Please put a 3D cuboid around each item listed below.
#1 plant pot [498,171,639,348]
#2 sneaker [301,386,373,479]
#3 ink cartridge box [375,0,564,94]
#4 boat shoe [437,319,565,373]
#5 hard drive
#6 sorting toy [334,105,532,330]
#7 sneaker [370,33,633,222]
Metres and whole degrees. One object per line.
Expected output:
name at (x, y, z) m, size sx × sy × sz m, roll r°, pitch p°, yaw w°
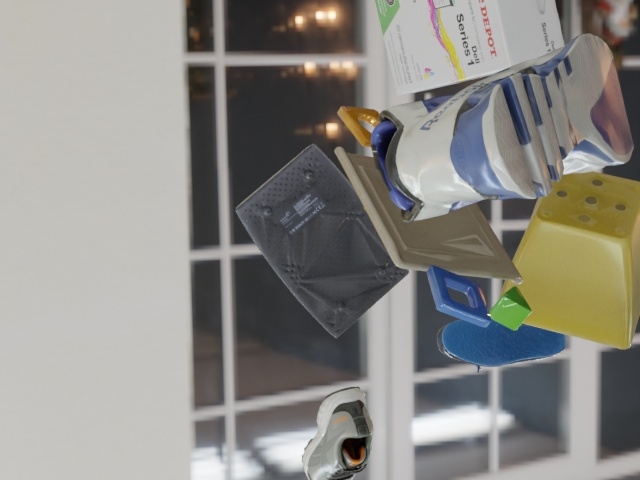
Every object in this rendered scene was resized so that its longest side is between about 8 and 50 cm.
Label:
plant pot at (0.406, 0.007, 2.046) m, size 0.212 × 0.187 × 0.212 m, roll 14°, pitch -137°, yaw 16°
sneaker at (0.035, 0.378, 2.334) m, size 0.100 × 0.272 × 0.108 m, roll -12°, pitch -131°, yaw -20°
ink cartridge box at (0.219, -0.346, 2.024) m, size 0.117 × 0.201 × 0.278 m, roll -17°, pitch -174°, yaw -34°
boat shoe at (0.326, 0.197, 2.450) m, size 0.258 × 0.109 × 0.089 m, roll 8°, pitch 168°, yaw -21°
hard drive at (0.000, 0.000, 1.980) m, size 0.172 × 0.255 × 0.054 m, roll -41°, pitch -161°, yaw -10°
sorting toy at (0.113, -0.020, 1.477) m, size 0.196 × 0.047 × 0.348 m, roll 11°, pitch -142°, yaw -36°
sneaker at (0.150, -0.099, 1.200) m, size 0.182 × 0.128 × 0.315 m, roll -10°, pitch -173°, yaw 35°
